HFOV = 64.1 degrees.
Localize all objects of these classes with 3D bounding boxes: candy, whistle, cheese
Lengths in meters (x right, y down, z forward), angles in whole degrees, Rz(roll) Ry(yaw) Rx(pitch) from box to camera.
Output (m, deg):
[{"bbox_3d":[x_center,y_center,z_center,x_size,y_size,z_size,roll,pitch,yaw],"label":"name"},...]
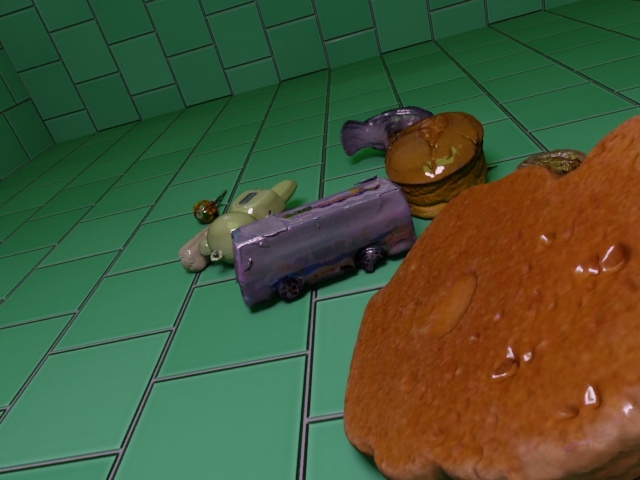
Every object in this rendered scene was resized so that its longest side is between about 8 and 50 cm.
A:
[{"bbox_3d":[-0.271,-0.098,1.307,0.061,0.060,0.201,-11,21,12],"label":"candy"},{"bbox_3d":[-0.135,-0.043,1.060,0.131,0.106,0.288,2,35,34],"label":"whistle"},{"bbox_3d":[-0.223,-0.006,1.087,0.043,0.064,0.194,-2,32,39],"label":"cheese"}]

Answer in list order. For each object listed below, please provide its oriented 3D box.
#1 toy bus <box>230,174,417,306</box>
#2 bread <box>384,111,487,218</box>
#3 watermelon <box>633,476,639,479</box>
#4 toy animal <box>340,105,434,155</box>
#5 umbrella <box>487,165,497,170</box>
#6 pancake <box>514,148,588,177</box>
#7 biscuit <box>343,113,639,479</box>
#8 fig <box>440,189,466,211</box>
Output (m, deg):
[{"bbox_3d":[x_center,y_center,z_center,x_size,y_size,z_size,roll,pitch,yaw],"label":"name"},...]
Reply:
[{"bbox_3d":[0.000,0.000,0.878,0.317,0.137,0.112,-20,27,-9],"label":"toy bus"},{"bbox_3d":[0.230,-0.162,1.017,0.196,0.142,0.269,-10,35,24],"label":"bread"},{"bbox_3d":[0.242,0.174,0.390,0.224,0.180,0.305,-12,-3,-24],"label":"watermelon"},{"bbox_3d":[0.201,-0.254,1.238,0.299,0.122,0.185,5,40,24],"label":"toy animal"},{"bbox_3d":[0.317,-0.139,1.082,0.122,0.013,0.022,-17,8,4],"label":"umbrella"},{"bbox_3d":[0.454,-0.138,0.990,0.152,0.025,0.151,-15,28,8],"label":"pancake"},{"bbox_3d":[0.160,0.075,0.496,0.349,0.078,0.455,-58,13,-20],"label":"biscuit"},{"bbox_3d":[0.279,0.030,0.702,0.159,0.159,0.257,-33,54,-26],"label":"fig"}]
